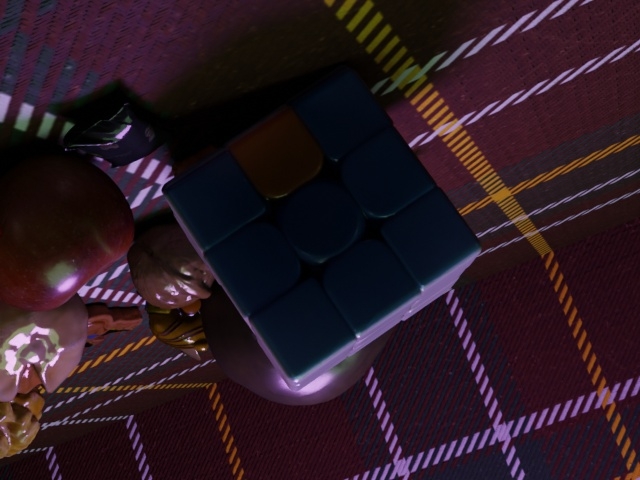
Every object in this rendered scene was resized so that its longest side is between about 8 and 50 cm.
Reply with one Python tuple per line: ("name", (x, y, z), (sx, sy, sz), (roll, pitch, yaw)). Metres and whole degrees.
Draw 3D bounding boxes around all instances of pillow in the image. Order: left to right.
("pillow", (-0.234, -0.122, 1.138), (0.090, 0.048, 0.150), (-13, 172, 11))

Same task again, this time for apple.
("apple", (-0.327, -0.015, 1.186), (0.201, 0.162, 0.201), (-39, -174, 5))

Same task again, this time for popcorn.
("popcorn", (-0.704, 0.344, 1.955), (0.286, 0.215, 0.252), (17, 133, -4))

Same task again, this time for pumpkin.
("pumpkin", (-0.153, -0.096, 1.345), (0.083, 0.054, 0.074), (-28, 170, 17))

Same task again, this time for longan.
("longan", (-0.026, 0.108, 1.707), (0.360, 0.361, 0.361), (-18, 167, -4))

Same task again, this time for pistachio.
("pistachio", (-0.463, 0.124, 1.444), (0.229, 0.230, 0.309), (-12, -178, -30))

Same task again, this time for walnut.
("walnut", (-0.235, 0.040, 1.594), (0.166, 0.149, 0.167), (-31, 147, -23))

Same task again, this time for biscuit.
("biscuit", (-0.504, 0.185, 1.996), (0.202, 0.047, 0.334), (-23, 166, 15))

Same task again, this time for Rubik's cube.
("Rubik's cube", (0.000, 0.000, 1.300), (0.290, 0.292, 0.291), (-35, 170, -7))

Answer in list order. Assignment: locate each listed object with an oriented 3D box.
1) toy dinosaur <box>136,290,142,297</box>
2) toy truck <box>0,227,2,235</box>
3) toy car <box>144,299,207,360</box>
("toy dinosaur", (-0.250, 0.077, 1.836), (0.187, 0.087, 0.179), (-15, 165, -14))
("toy truck", (-0.485, 0.028, 1.052), (0.265, 0.189, 0.239), (33, 161, -37))
("toy car", (-0.237, 0.175, 2.001), (0.247, 0.142, 0.200), (5, 172, -10))
